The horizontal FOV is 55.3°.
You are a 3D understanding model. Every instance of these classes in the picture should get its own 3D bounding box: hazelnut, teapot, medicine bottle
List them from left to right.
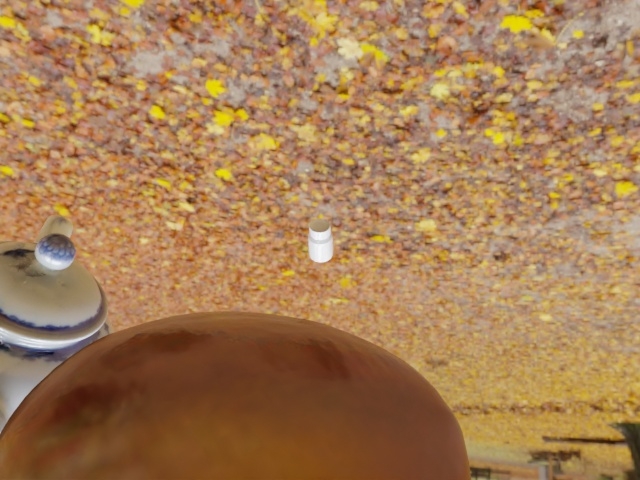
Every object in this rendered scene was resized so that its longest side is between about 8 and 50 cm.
[{"bbox_3d":[-0.347,0.103,0.689,0.252,0.424,0.280,27,111,-23],"label":"teapot"},{"bbox_3d":[-0.067,0.226,0.456,0.365,0.366,0.366,5,159,2],"label":"hazelnut"},{"bbox_3d":[0.000,0.000,1.282,0.052,0.052,0.089,3,135,6],"label":"medicine bottle"}]
